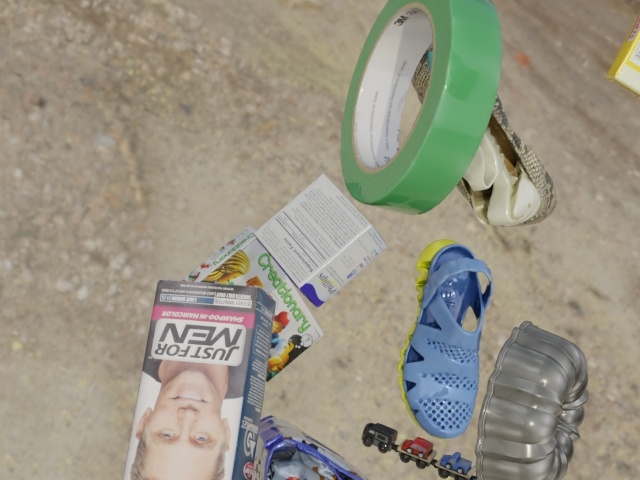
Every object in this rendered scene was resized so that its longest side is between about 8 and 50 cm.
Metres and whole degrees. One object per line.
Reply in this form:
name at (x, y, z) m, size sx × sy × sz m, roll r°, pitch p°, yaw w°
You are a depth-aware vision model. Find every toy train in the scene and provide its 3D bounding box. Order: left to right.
toy train at (0.124, 0.264, 1.337) m, size 0.158 × 0.036 × 0.027 m, roll 19°, pitch 23°, yaw 24°

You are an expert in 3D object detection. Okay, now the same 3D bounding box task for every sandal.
sandal at (0.199, 0.147, 1.645) m, size 0.126 × 0.317 × 0.138 m, roll 5°, pitch -9°, yaw -16°

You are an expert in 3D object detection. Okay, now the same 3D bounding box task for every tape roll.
tape roll at (0.128, -0.197, 1.452) m, size 0.077 × 0.321 × 0.321 m, roll 13°, pitch 33°, yaw -22°

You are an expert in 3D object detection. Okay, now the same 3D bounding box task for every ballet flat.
ballet flat at (0.293, -0.139, 1.909) m, size 0.483 × 0.164 × 0.182 m, roll 53°, pitch 29°, yaw -37°

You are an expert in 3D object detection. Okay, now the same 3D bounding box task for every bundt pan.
bundt pan at (0.400, 0.320, 1.954) m, size 0.124 × 0.331 × 0.331 m, roll 13°, pitch 19°, yaw 28°

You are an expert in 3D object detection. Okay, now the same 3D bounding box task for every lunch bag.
lunch bag at (-0.011, 0.519, 2.000) m, size 0.385 × 0.239 × 0.328 m, roll 65°, pitch -9°, yaw -1°

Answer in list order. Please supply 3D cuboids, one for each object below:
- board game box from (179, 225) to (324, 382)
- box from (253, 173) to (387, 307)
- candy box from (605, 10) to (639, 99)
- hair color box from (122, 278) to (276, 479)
board game box at (-0.138, 0.143, 2.164) m, size 0.053 × 0.193 × 0.305 m, roll 34°, pitch -20°, yaw 53°
box at (0.000, 0.000, 1.517) m, size 0.126 × 0.137 × 0.072 m, roll 49°, pitch -1°, yaw 35°
candy box at (0.378, -0.230, 1.081) m, size 0.105 × 0.206 × 0.027 m, roll 28°, pitch 0°, yaw -20°
hair color box at (-0.184, 0.242, 1.646) m, size 0.174 × 0.347 × 0.105 m, roll 3°, pitch -16°, yaw 14°
